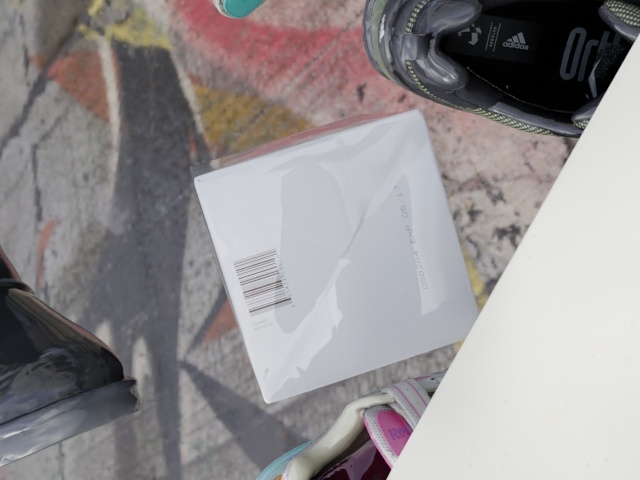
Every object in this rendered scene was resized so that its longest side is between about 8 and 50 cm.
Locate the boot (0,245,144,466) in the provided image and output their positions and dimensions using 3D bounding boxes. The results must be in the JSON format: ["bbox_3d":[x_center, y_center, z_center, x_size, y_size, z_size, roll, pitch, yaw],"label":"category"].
[{"bbox_3d":[-0.318,-0.044,0.818,0.367,0.146,0.445,-15,92,56],"label":"boot"}]

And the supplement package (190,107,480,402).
[{"bbox_3d":[0.000,0.000,0.927,0.263,0.198,0.199,-142,35,-80],"label":"supplement package"}]

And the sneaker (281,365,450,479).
[{"bbox_3d":[0.079,0.147,0.707,0.103,0.252,0.111,52,171,30],"label":"sneaker"}]

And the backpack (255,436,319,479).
[{"bbox_3d":[0.034,0.320,1.017,0.191,0.225,0.253,33,137,60],"label":"backpack"}]

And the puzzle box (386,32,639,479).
[{"bbox_3d":[0.174,0.099,0.369,0.272,0.052,0.409,42,144,19],"label":"puzzle box"}]

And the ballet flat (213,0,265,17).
[{"bbox_3d":[-0.030,-0.260,0.854,0.168,0.057,0.052,-34,49,14],"label":"ballet flat"}]

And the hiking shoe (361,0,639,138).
[{"bbox_3d":[0.134,-0.070,0.416,0.114,0.227,0.086,-100,14,-65],"label":"hiking shoe"}]
